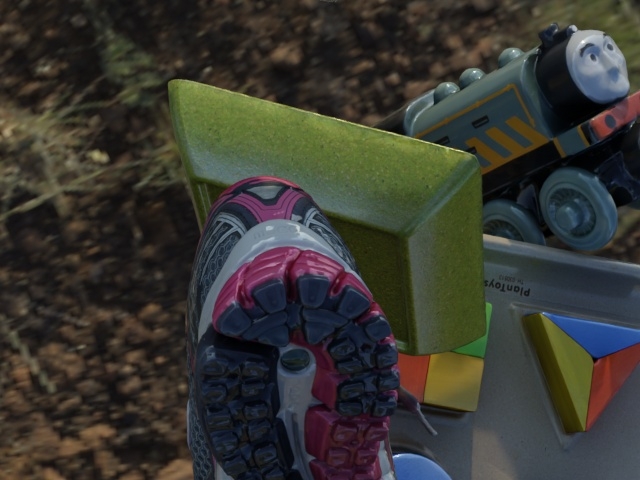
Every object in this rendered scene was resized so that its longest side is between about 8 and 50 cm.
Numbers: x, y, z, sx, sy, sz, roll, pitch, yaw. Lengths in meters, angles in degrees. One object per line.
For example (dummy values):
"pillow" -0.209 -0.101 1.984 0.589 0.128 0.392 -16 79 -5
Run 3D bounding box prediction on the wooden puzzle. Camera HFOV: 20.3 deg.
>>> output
"wooden puzzle" 0.146 0.172 1.505 0.322 0.080 0.347 11 86 -12

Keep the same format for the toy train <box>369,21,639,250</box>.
"toy train" 0.170 -0.068 1.614 0.142 0.334 0.190 -32 93 -40

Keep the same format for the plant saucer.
"plant saucer" 0.000 0.000 1.047 0.188 0.188 0.045 16 59 17

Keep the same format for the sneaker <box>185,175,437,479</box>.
"sneaker" -0.008 0.106 0.897 0.121 0.112 0.299 -5 127 -9
